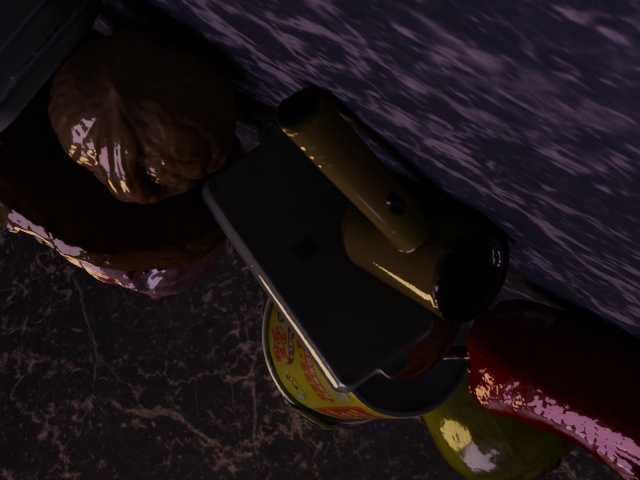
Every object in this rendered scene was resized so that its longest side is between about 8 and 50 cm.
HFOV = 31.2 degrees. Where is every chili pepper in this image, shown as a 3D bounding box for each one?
[{"bbox_3d":[0.224,0.129,1.219,0.338,0.134,0.131,25,159,37],"label":"chili pepper"}]

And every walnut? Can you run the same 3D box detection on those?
[{"bbox_3d":[-0.152,-0.110,0.991,0.155,0.155,0.184,31,174,13],"label":"walnut"}]

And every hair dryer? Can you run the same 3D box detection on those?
[{"bbox_3d":[0.043,-0.039,0.946,0.135,0.090,0.278,32,172,42],"label":"hair dryer"}]

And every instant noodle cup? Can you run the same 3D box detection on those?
[{"bbox_3d":[0.083,0.147,1.745,0.311,0.311,0.221,32,168,-16],"label":"instant noodle cup"}]

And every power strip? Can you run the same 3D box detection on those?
[{"bbox_3d":[-0.004,0.015,1.096,0.270,0.118,0.046,55,168,2],"label":"power strip"}]

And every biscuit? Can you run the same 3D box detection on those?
[{"bbox_3d":[-0.203,-0.096,1.125,0.296,0.296,0.075,32,135,-12],"label":"biscuit"}]

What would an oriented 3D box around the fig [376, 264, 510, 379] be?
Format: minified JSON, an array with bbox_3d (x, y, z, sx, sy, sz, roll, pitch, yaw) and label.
[{"bbox_3d":[0.088,0.033,1.195,0.175,0.207,0.175,18,-141,-16],"label":"fig"}]

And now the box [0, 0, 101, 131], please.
[{"bbox_3d":[-0.364,-0.237,1.041,0.312,0.175,0.182,28,167,50],"label":"box"}]

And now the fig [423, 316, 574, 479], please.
[{"bbox_3d":[0.286,0.257,1.930,0.326,0.258,0.258,49,-174,29],"label":"fig"}]

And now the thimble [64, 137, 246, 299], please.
[{"bbox_3d":[-0.202,-0.063,1.299,0.239,0.162,0.239,26,-148,-18],"label":"thimble"}]
